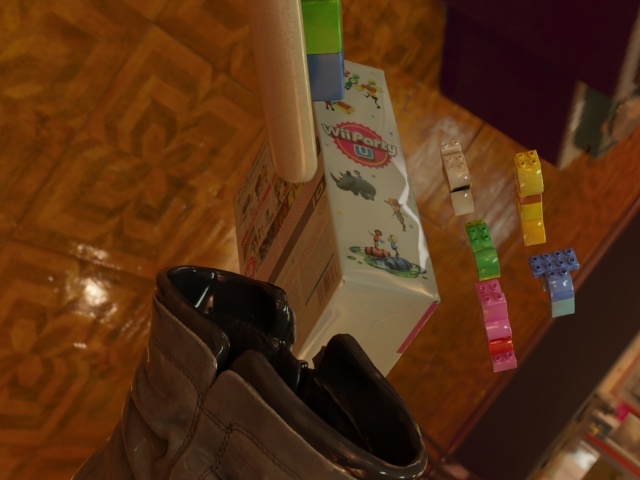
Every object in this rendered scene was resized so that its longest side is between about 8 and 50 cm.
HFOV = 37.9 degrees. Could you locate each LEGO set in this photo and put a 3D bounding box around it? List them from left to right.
[{"bbox_3d":[0.160,-0.016,0.791,0.087,0.227,0.093,-13,139,5],"label":"LEGO set"}]

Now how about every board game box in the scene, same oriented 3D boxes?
[{"bbox_3d":[0.000,0.000,0.895,0.097,0.303,0.224,10,135,-21],"label":"board game box"}]

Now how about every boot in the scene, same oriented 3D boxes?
[{"bbox_3d":[-0.012,0.175,0.411,0.118,0.338,0.223,-2,126,-53],"label":"boot"}]

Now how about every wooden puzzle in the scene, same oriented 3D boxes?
[{"bbox_3d":[-0.021,-0.270,0.699,0.080,0.348,0.322,-6,140,1],"label":"wooden puzzle"}]
